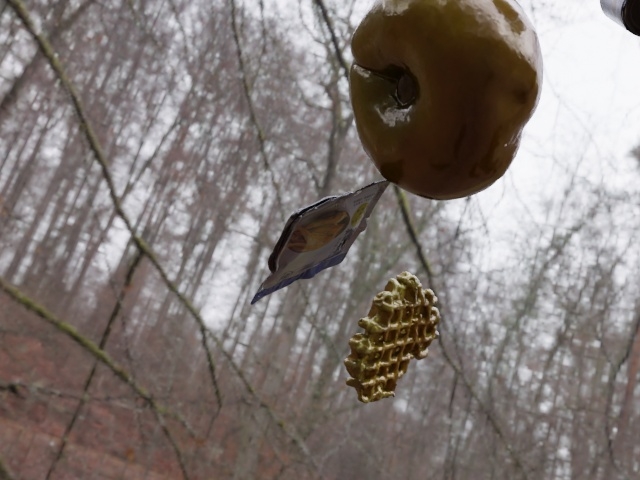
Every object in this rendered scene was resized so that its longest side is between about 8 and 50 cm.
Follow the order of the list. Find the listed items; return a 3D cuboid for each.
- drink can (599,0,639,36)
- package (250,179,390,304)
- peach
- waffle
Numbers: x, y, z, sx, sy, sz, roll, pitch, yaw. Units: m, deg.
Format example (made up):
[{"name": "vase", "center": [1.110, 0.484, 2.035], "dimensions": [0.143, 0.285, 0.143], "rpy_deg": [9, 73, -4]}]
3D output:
[{"name": "drink can", "center": [0.575, -0.431, 1.503], "dimensions": [0.097, 0.097, 0.235], "rpy_deg": [17, 23, 0]}, {"name": "package", "center": [0.000, 0.000, 1.017], "dimensions": [0.027, 0.171, 0.173], "rpy_deg": [46, -44, 20]}, {"name": "peach", "center": [0.127, -0.171, 0.908], "dimensions": [0.153, 0.251, 0.251], "rpy_deg": [-3, -9, -30]}, {"name": "waffle", "center": [0.133, 0.187, 1.504], "dimensions": [0.056, 0.253, 0.249], "rpy_deg": [18, -22, 34]}]
